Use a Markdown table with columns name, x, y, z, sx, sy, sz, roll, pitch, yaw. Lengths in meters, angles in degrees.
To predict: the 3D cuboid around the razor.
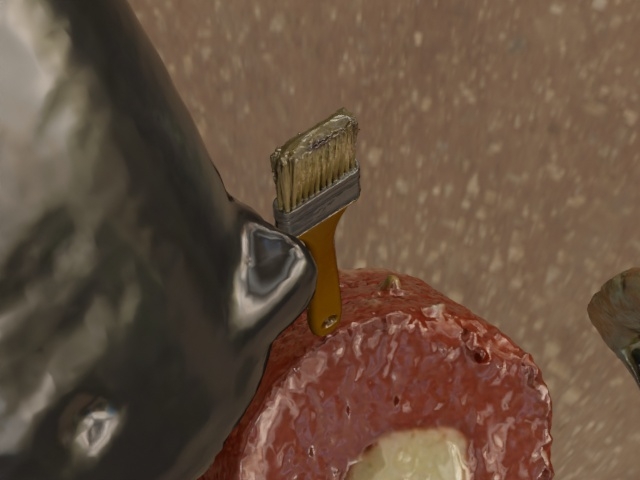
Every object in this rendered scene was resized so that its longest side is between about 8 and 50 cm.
| name | x | y | z | sx | sy | sz | roll | pitch | yaw |
| --- | --- | --- | --- | --- | --- | --- | --- | --- | --- |
| razor | -0.146 | -0.030 | 0.528 | 0.204 | 0.113 | 0.349 | -45 | 124 | -14 |

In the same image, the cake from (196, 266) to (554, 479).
| name | x | y | z | sx | sy | sz | roll | pitch | yaw |
| --- | --- | --- | --- | --- | --- | --- | --- | --- | --- |
| cake | 0.016 | 0.158 | 0.974 | 0.177 | 0.151 | 0.283 | -5 | 103 | -19 |

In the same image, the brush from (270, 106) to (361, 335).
| name | x | y | z | sx | sy | sz | roll | pitch | yaw |
| --- | --- | --- | --- | --- | --- | --- | --- | --- | --- |
| brush | 0.000 | 0.000 | 0.814 | 0.043 | 0.170 | 0.014 | -32 | 63 | -16 |

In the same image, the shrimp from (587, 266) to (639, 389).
| name | x | y | z | sx | sy | sz | roll | pitch | yaw |
| --- | --- | --- | --- | --- | --- | --- | --- | --- | --- |
| shrimp | 0.311 | 0.102 | 1.493 | 0.178 | 0.289 | 0.075 | 9 | 72 | 38 |
